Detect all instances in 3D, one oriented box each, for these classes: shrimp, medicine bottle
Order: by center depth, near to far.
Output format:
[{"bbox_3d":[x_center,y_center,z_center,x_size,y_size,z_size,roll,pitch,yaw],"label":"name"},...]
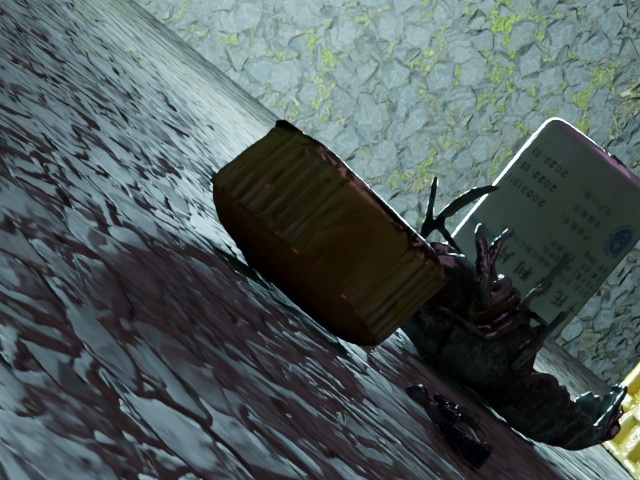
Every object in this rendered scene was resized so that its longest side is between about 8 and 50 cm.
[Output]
[{"bbox_3d":[0.178,0.089,1.648,0.221,0.166,0.410,-6,-51,50],"label":"shrimp"},{"bbox_3d":[0.236,0.017,1.824,0.170,0.293,0.170,39,7,-6],"label":"medicine bottle"}]

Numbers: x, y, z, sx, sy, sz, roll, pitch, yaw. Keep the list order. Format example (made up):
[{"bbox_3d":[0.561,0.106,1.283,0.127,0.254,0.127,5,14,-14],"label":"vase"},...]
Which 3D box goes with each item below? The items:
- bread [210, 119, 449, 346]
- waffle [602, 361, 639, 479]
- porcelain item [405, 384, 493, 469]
[{"bbox_3d":[0.000,0.000,1.279,0.190,0.114,0.132,49,-6,-13],"label":"bread"},{"bbox_3d":[0.509,0.244,2.288,0.055,0.221,0.248,38,5,-26],"label":"waffle"},{"bbox_3d":[0.100,0.141,1.296,0.075,0.021,0.136,36,5,-4],"label":"porcelain item"}]
